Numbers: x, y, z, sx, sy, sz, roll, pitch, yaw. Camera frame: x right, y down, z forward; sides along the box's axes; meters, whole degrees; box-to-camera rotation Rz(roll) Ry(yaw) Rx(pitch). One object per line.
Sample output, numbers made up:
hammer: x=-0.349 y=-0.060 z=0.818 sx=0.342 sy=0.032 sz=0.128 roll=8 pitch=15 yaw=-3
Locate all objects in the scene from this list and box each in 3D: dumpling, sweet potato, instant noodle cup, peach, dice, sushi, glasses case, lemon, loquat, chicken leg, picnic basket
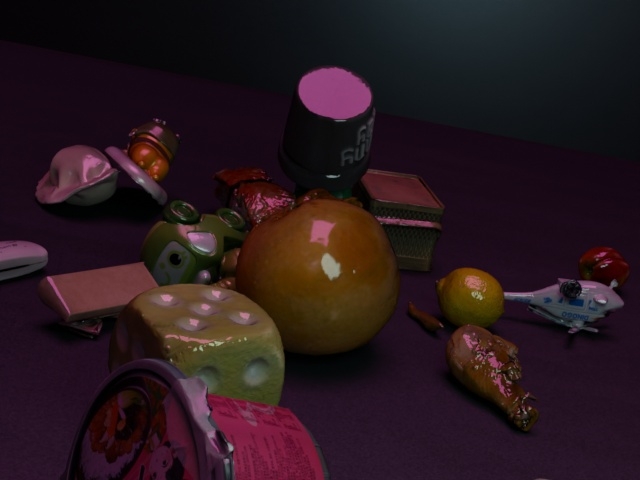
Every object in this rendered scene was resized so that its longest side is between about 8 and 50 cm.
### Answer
dumpling: x=-0.502 y=-0.124 z=1.939 sx=0.166 sy=0.126 sz=0.216 roll=-27 pitch=50 yaw=-24
sweet potato: x=0.181 y=0.137 z=1.661 sx=0.026 sy=0.026 sz=0.115 roll=0 pitch=17 yaw=-28
instant noodle cup: x=-0.106 y=0.249 z=0.900 sx=0.181 sy=0.259 sz=0.302 roll=13 pitch=-16 yaw=-39
peach: x=0.596 y=0.059 z=1.995 sx=0.100 sy=0.101 sz=0.101 roll=9 pitch=19 yaw=-3
dice: x=-0.158 y=0.160 z=1.201 sx=0.169 sy=0.166 sz=0.169 roll=-4 pitch=23 yaw=-37
sushi: x=-0.129 y=-0.065 z=1.925 sx=0.124 sy=0.130 sz=0.332 roll=-17 pitch=22 yaw=-16
glasses case: x=-0.331 y=0.102 z=1.458 sx=0.193 sy=0.070 sz=0.102 roll=-10 pitch=55 yaw=-49
glasses case: x=-0.534 y=0.035 z=1.541 sx=0.076 sy=0.049 sz=0.197 roll=24 pitch=23 yaw=34
lemon: x=0.263 y=0.102 z=1.674 sx=0.133 sy=0.109 sz=0.109 roll=22 pitch=20 yaw=6
loquat: x=-0.007 y=0.061 z=1.479 sx=0.263 sy=0.263 sz=0.263 roll=9 pitch=19 yaw=-3
chicken leg: x=0.267 y=0.207 z=1.433 sx=0.101 sy=0.085 sz=0.207 roll=12 pitch=24 yaw=-33
picnic basket: x=0.147 y=-0.049 z=1.996 sx=0.165 sy=0.139 sz=0.267 roll=7 pitch=19 yaw=-11

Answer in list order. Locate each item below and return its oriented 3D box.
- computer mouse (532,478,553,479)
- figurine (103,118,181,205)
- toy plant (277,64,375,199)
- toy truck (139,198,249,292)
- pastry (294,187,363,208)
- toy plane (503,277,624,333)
computer mouse: x=0.265 y=0.346 z=0.985 sx=0.389 sy=0.115 sz=0.199 roll=9 pitch=26 yaw=31
figurine: x=-0.345 y=-0.175 z=1.993 sx=0.166 sy=0.141 sz=0.250 roll=46 pitch=-5 yaw=-23
toy plant: x=0.009 y=-0.147 z=1.889 sx=0.185 sy=0.400 sz=0.280 roll=-11 pitch=57 yaw=-14
toy truck: x=-0.184 y=0.045 z=1.581 sx=0.187 sy=0.148 sz=0.210 roll=-7 pitch=46 yaw=-48
pastry: x=0.000 y=0.000 z=1.709 sx=0.103 sy=0.189 sz=0.188 roll=23 pitch=23 yaw=27
toy plane: x=0.417 y=0.104 z=1.758 sx=0.273 sy=0.107 sz=0.182 roll=12 pitch=14 yaw=19
